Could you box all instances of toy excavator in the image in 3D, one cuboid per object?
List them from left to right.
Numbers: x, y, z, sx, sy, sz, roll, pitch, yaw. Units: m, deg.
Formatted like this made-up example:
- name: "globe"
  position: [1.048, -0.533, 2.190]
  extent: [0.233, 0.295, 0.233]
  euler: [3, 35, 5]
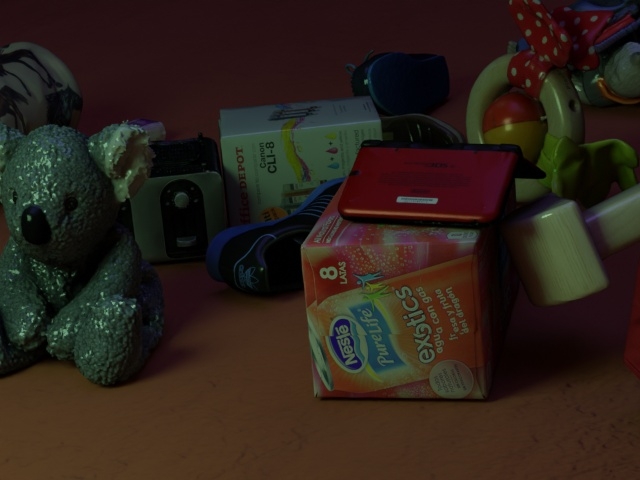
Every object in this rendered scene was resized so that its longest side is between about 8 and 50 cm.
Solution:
- name: "toy excavator"
  position: [0.402, -0.099, 1.562]
  extent: [0.433, 0.222, 0.445]
  euler: [-22, 4, 24]

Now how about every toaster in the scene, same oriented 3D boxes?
- name: "toaster"
  position: [-0.188, -0.044, 1.881]
  extent: [0.168, 0.110, 0.185]
  euler: [-6, 18, -5]

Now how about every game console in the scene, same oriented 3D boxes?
- name: "game console"
  position: [0.105, -0.039, 1.484]
  extent: [0.144, 0.085, 0.124]
  euler: [3, 51, 24]

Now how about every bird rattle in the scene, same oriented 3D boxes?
- name: "bird rattle"
  position: [0.226, -0.134, 1.878]
  extent: [0.143, 0.253, 0.207]
  euler: [-20, -1, -40]

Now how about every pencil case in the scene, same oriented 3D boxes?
- name: "pencil case"
  position: [-0.450, -0.125, 2.118]
  extent: [0.183, 0.160, 0.410]
  euler: [17, 24, 17]

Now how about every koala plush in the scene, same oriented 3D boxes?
- name: "koala plush"
  position: [-0.235, -0.006, 1.595]
  extent: [0.196, 0.221, 0.203]
  euler: [1, 18, 17]

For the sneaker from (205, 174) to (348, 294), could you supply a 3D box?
- name: "sneaker"
  position: [0.000, 0.000, 1.762]
  extent: [0.232, 0.081, 0.090]
  euler: [-25, 29, -33]

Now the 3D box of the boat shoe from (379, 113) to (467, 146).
- name: "boat shoe"
  position: [0.118, -0.125, 2.138]
  extent: [0.072, 0.068, 0.190]
  euler: [-5, 13, -41]

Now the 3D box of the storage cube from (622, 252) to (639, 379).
- name: "storage cube"
  position: [0.357, 0.041, 1.286]
  extent: [0.215, 0.193, 0.183]
  euler: [-11, 34, -21]

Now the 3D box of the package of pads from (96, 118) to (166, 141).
- name: "package of pads"
  position: [-0.250, -0.137, 2.312]
  extent: [0.050, 0.032, 0.083]
  euler: [14, 25, 38]

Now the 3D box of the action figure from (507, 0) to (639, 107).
- name: "action figure"
  position: [0.420, -0.284, 2.386]
  extent: [0.341, 0.178, 0.330]
  euler: [-29, 23, 5]

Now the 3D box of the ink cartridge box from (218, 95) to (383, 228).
- name: "ink cartridge box"
  position: [-0.021, -0.078, 1.915]
  extent: [0.176, 0.128, 0.127]
  euler: [-6, 18, -1]

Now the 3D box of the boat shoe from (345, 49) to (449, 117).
- name: "boat shoe"
  position: [0.094, -0.200, 2.353]
  extent: [0.089, 0.109, 0.258]
  euler: [-4, 0, 26]

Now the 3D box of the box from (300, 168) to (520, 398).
- name: "box"
  position: [0.088, 0.020, 1.559]
  extent: [0.154, 0.142, 0.300]
  euler: [-1, 18, 13]
